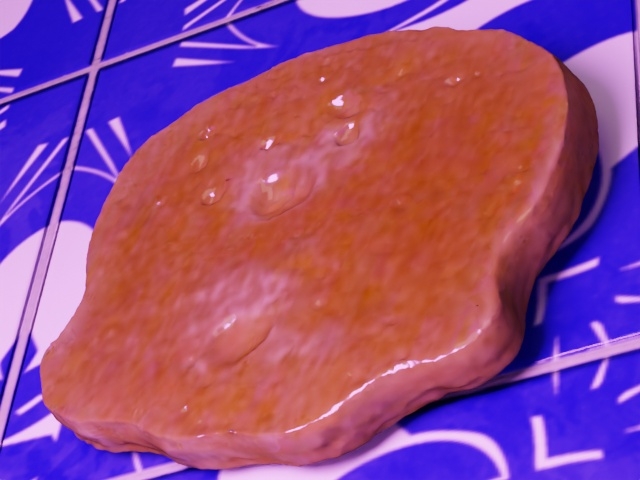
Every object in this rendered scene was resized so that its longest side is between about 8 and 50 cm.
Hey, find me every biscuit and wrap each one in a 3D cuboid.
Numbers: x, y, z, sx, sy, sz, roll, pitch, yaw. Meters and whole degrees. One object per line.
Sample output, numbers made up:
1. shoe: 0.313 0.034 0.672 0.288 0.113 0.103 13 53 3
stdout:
1. biscuit: 0.001 0.002 1.335 0.385 0.062 0.365 -8 46 31
